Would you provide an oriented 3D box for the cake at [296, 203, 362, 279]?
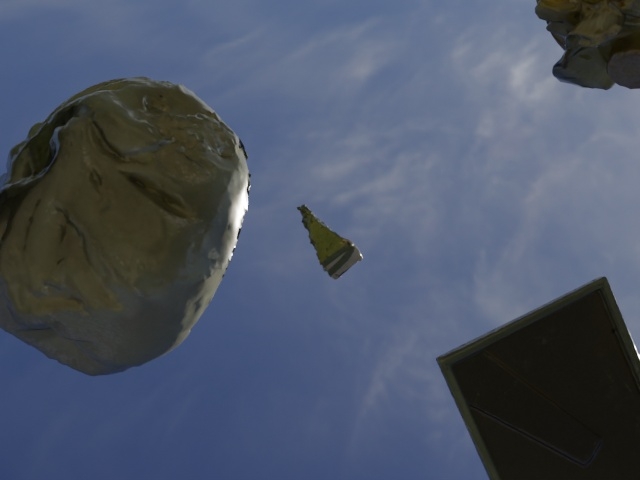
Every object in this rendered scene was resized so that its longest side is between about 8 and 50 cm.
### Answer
[{"bbox_3d":[0.000,0.000,1.315,0.055,0.051,0.140,-48,-141,0],"label":"cake"}]

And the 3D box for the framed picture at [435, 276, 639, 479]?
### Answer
[{"bbox_3d":[0.308,0.236,1.175,0.240,0.324,0.020,-27,-173,-6],"label":"framed picture"}]

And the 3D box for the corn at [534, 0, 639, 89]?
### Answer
[{"bbox_3d":[0.198,-0.265,0.496,0.144,0.144,0.387,11,-98,19],"label":"corn"}]

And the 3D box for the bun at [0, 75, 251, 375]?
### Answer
[{"bbox_3d":[-0.248,-0.033,1.060,0.360,0.211,0.359,-28,-134,33],"label":"bun"}]
